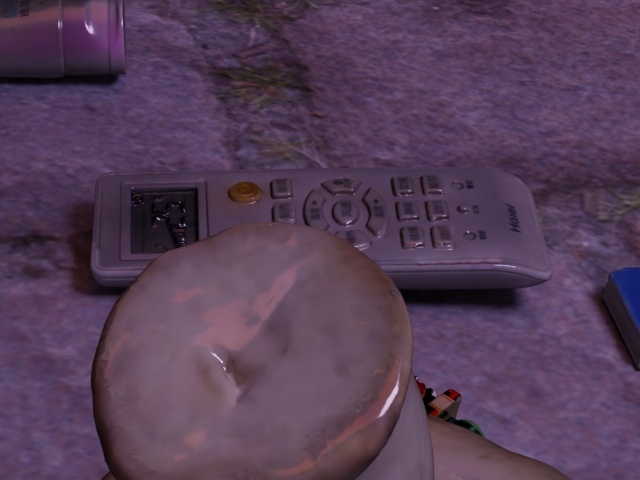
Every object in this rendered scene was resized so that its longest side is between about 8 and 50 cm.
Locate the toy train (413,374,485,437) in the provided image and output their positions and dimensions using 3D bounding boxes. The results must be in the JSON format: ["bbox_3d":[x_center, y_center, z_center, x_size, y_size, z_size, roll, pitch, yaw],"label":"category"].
[{"bbox_3d":[0.042,0.129,0.919,0.087,0.050,0.138,33,39,25],"label":"toy train"}]

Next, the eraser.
[{"bbox_3d":[0.237,0.053,1.090,0.063,0.027,0.085,-1,35,-11],"label":"eraser"}]

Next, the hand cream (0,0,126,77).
[{"bbox_3d":[-0.314,-0.168,1.276,0.312,0.070,0.111,-1,37,-7],"label":"hand cream"}]

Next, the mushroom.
[{"bbox_3d":[0.000,0.187,0.623,0.315,0.315,0.356,4,-10,-5],"label":"mushroom"}]

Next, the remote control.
[{"bbox_3d":[0.000,0.000,1.105,0.313,0.055,0.109,0,41,-4],"label":"remote control"}]
